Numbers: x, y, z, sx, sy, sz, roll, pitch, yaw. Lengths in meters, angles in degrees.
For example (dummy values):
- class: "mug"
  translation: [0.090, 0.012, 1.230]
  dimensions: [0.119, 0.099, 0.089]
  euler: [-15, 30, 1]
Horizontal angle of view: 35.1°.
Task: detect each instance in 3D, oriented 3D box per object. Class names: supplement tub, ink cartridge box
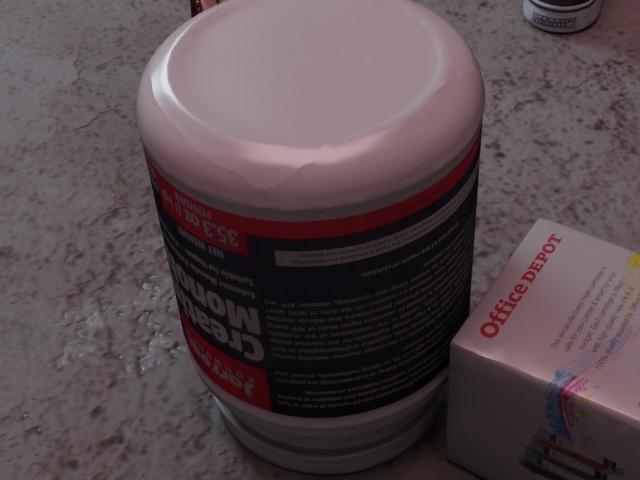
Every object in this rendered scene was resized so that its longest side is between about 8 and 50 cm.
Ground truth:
- class: "supplement tub"
  translation: [0.000, 0.000, 0.630]
  dimensions: [0.191, 0.272, 0.191]
  euler: [-2, 44, 2]
- class: "ink cartridge box"
  translation: [0.182, 0.094, 0.624]
  dimensions: [0.176, 0.127, 0.128]
  euler: [24, 51, 26]

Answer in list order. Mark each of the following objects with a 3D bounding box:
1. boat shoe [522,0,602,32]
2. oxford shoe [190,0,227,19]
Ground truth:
- class: "boat shoe"
  translation: [0.275, -0.347, 1.094]
  dimensions: [0.108, 0.102, 0.301]
  euler: [11, 46, 15]
- class: "oxford shoe"
  translation: [-0.063, -0.251, 1.010]
  dimensions: [0.130, 0.123, 0.348]
  euler: [-1, 45, -5]
